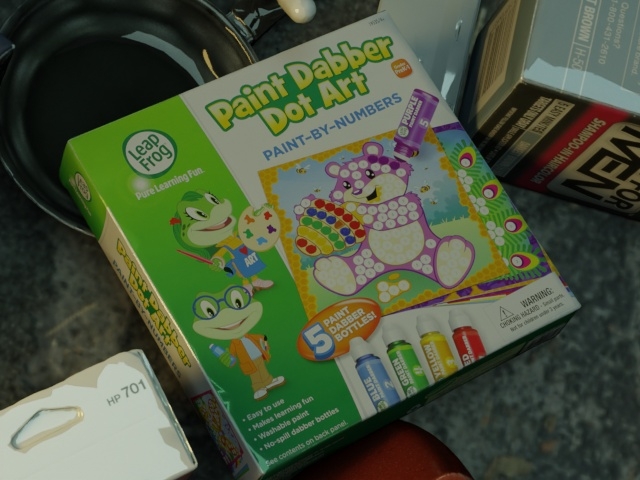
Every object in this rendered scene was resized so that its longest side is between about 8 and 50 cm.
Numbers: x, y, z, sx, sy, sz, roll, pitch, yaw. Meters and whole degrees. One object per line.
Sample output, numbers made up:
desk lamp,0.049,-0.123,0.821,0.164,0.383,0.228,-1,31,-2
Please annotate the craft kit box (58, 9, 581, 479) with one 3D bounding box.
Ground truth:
craft kit box,0.000,0.000,1.105,0.249,0.061,0.247,-26,71,-24

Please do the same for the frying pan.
frying pan,-0.104,-0.140,1.184,0.197,0.053,0.326,30,64,-8

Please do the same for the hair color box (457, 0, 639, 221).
hair color box,0.295,-0.074,1.169,0.374,0.185,0.114,15,74,-6

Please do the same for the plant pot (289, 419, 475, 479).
plant pot,0.037,0.266,1.014,0.267,0.236,0.267,-34,84,-16

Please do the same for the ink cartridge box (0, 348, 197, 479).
ink cartridge box,-0.158,0.143,1.032,0.139,0.191,0.082,-25,82,-15

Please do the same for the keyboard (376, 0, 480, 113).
keyboard,0.085,-0.197,1.255,0.072,0.014,0.256,14,74,-1

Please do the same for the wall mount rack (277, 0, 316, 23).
wall mount rack,0.019,-0.283,1.189,0.350,0.130,0.304,-20,73,-13

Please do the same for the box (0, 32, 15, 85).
box,-0.397,-0.083,1.011,0.294,0.183,0.296,39,54,2
